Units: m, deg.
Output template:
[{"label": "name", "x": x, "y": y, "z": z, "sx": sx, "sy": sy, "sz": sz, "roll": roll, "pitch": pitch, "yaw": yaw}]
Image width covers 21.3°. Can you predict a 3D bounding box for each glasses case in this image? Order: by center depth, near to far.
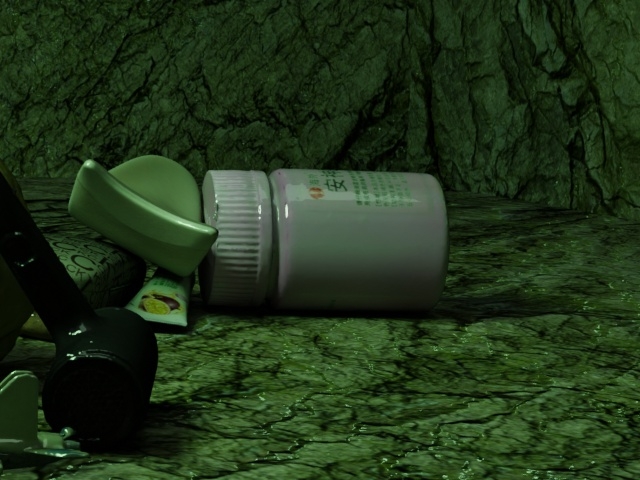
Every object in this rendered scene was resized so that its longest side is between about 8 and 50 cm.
[{"label": "glasses case", "x": -0.292, "y": 0.039, "z": 1.986, "sx": 0.137, "sy": 0.085, "sz": 0.355, "roll": 13, "pitch": 3, "yaw": 5}]

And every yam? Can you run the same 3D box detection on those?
[{"label": "yam", "x": -0.272, "y": 0.092, "z": 1.806, "sx": 0.145, "sy": 0.032, "sz": 0.032, "roll": 4, "pitch": 6, "yaw": 30}]

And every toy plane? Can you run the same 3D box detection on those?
[{"label": "toy plane", "x": -0.289, "y": 0.147, "z": 1.132, "sx": 0.262, "sy": 0.088, "sz": 0.192, "roll": -9, "pitch": 3, "yaw": -13}]

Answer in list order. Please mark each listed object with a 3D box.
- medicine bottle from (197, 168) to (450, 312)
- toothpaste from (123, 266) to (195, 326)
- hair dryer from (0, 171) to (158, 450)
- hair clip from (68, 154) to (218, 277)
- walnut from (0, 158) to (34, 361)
[{"label": "medicine bottle", "x": 0.000, "y": 0.000, "z": 2.103, "sx": 0.291, "sy": 0.178, "sz": 0.178, "roll": 1, "pitch": 6, "yaw": -11}, {"label": "toothpaste", "x": -0.186, "y": 0.065, "z": 2.040, "sx": 0.058, "sy": 0.056, "sz": 0.314, "roll": -34, "pitch": 7, "yaw": 5}, {"label": "hair dryer", "x": -0.225, "y": 0.046, "z": 1.407, "sx": 0.089, "sy": 0.251, "sz": 0.197, "roll": -32, "pitch": 9, "yaw": 2}, {"label": "hair clip", "x": -0.212, "y": -0.031, "z": 2.035, "sx": 0.172, "sy": 0.113, "sz": 0.282, "roll": 29, "pitch": 10, "yaw": -5}, {"label": "walnut", "x": -0.380, "y": 0.011, "z": 1.607, "sx": 0.283, "sy": 0.227, "sz": 0.283, "roll": 46, "pitch": 5, "yaw": -5}]
